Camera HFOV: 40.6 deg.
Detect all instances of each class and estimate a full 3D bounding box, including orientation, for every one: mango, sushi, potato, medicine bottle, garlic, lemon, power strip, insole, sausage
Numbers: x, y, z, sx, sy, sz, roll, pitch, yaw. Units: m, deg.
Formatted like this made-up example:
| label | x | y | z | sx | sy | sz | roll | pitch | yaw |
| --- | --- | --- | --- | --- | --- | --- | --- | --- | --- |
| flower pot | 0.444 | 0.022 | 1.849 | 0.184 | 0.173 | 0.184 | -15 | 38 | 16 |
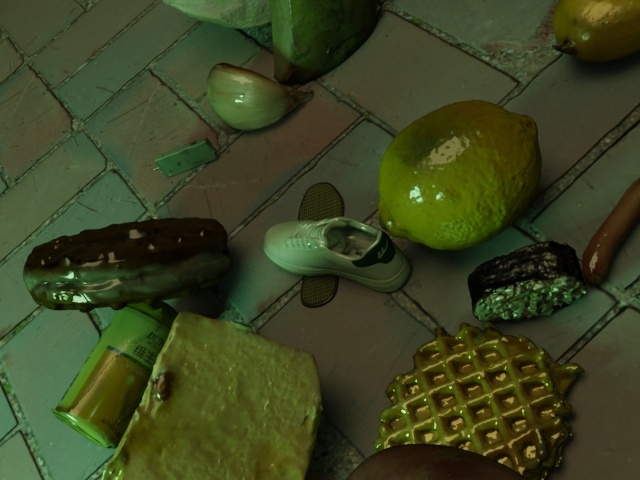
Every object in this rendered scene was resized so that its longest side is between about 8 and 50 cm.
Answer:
| label | x | y | z | sx | sy | sz | roll | pitch | yaw |
| --- | --- | --- | --- | --- | --- | --- | --- | --- | --- |
| mango | 0.487 | -0.376 | 1.336 | 0.317 | 0.119 | 0.176 | -29 | 44 | -3 |
| sushi | 0.270 | 0.058 | 1.146 | 0.150 | 0.090 | 0.078 | -16 | 54 | 17 |
| potato | -0.020 | -0.453 | 1.589 | 0.269 | 0.255 | 0.112 | -46 | 45 | -8 |
| medicine bottle | -0.307 | 0.199 | 1.359 | 0.124 | 0.124 | 0.238 | 15 | 64 | 37 |
| garlic | -0.138 | -0.265 | 1.630 | 0.207 | 0.128 | 0.115 | 20 | 92 | 31 |
| lemon | 0.193 | -0.091 | 1.224 | 0.260 | 0.204 | 0.204 | -34 | 46 | 14 |
| power strip | -0.261 | -0.157 | 1.648 | 0.136 | 0.051 | 0.019 | -18 | 45 | 19 |
| insole | 0.000 | 0.000 | 1.406 | 0.086 | 0.005 | 0.253 | -16 | 50 | 20 |
| sausage | 0.403 | -0.021 | 1.161 | 0.043 | 0.043 | 0.186 | 27 | 72 | 41 |

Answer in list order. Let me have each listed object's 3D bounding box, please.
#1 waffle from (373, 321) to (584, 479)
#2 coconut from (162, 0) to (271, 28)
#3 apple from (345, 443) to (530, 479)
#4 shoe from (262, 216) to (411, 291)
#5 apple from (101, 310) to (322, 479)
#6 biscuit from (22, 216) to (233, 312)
| label | x | y | z | sx | sy | sz | roll | pitch | yaw |
| --- | --- | --- | --- | --- | --- | --- | --- | --- | --- |
| waffle | 0.195 | 0.217 | 1.097 | 0.254 | 0.052 | 0.245 | 17 | 66 | 39 |
| coconut | -0.191 | -0.605 | 1.752 | 0.405 | 0.404 | 0.404 | -16 | 50 | 20 |
| apple | 0.130 | 0.348 | 0.880 | 0.306 | 0.235 | 0.305 | -29 | 25 | 15 |
| shoe | 0.010 | -0.001 | 1.324 | 0.265 | 0.110 | 0.095 | 13 | 63 | 31 |
| apple | -0.169 | 0.261 | 1.145 | 0.314 | 0.252 | 0.309 | 6 | 72 | 36 |
| biscuit | -0.301 | 0.033 | 1.381 | 0.332 | 0.332 | 0.103 | 0 | 101 | 30 |
